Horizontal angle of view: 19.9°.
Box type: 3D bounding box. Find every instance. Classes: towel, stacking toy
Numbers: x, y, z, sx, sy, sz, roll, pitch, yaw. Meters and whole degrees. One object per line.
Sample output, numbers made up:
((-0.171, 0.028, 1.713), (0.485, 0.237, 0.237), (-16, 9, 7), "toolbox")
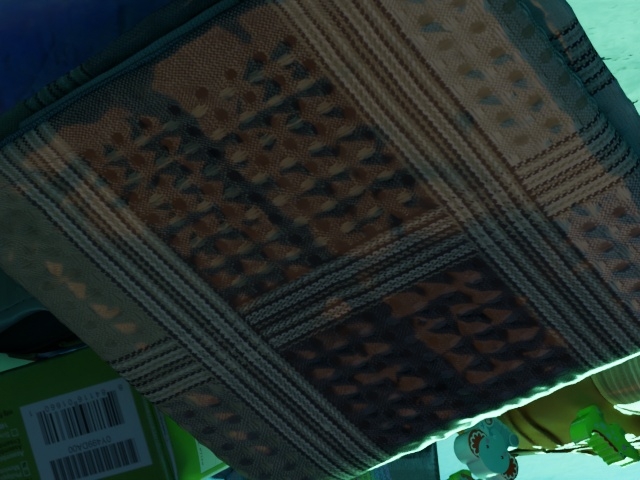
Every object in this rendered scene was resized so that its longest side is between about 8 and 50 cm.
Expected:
((0.013, -0.011, 0.928), (0.312, 0.056, 0.324), (-26, 129, 23), "towel")
((0.097, 0.134, 1.331), (0.221, 0.052, 0.167), (37, 139, -19), "stacking toy")

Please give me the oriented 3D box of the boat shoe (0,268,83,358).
((-0.142, 0.019, 1.072), (0.227, 0.081, 0.068), (-17, 159, 39), "boat shoe")

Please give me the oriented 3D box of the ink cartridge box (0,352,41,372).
((-0.260, 0.134, 1.318), (0.109, 0.063, 0.150), (12, 150, -38), "ink cartridge box")

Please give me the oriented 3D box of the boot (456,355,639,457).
((0.245, 0.145, 1.419), (0.220, 0.109, 0.283), (-19, 150, 33), "boot")

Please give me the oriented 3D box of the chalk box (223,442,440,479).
((-0.011, 0.251, 1.579), (0.213, 0.132, 0.132), (2, 155, -17), "chalk box")

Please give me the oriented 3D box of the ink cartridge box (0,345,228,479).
((-0.133, 0.111, 1.151), (0.188, 0.097, 0.255), (-17, 178, 19), "ink cartridge box")
